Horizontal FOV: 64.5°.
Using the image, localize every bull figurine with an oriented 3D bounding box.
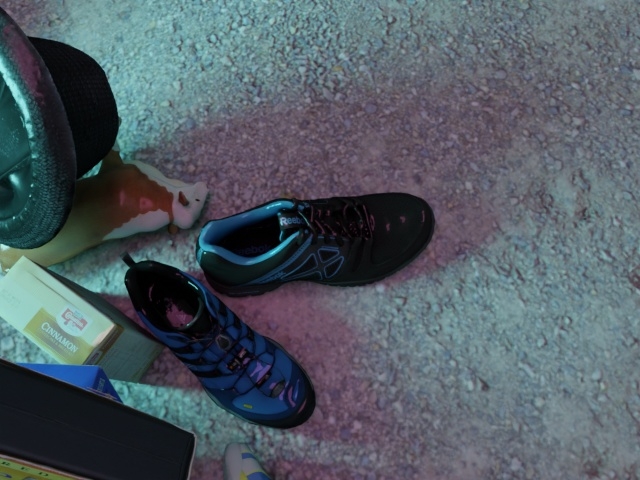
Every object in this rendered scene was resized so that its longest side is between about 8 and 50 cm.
[{"bbox_3d":[-0.326,-0.061,0.740,0.310,0.101,0.189,-22,69,-9],"label":"bull figurine"}]

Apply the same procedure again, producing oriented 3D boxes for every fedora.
[{"bbox_3d":[-0.364,-0.150,0.624,0.334,0.334,0.152,40,38,13],"label":"fedora"}]

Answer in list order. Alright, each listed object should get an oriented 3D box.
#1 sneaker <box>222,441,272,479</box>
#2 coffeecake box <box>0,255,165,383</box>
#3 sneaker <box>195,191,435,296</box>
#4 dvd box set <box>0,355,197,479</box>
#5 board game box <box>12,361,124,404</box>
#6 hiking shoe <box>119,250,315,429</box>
[{"bbox_3d":[-0.031,0.348,0.619,0.126,0.091,0.240,-17,71,-24],"label":"sneaker"},{"bbox_3d":[-0.295,0.107,0.636,0.142,0.185,0.068,33,75,11],"label":"coffeecake box"},{"bbox_3d":[0.000,0.000,0.693,0.340,0.140,0.125,-14,70,-5],"label":"sneaker"},{"bbox_3d":[-0.348,0.209,0.448,0.307,0.420,0.062,32,40,-26],"label":"dvd box set"},{"bbox_3d":[-0.393,0.226,0.569,0.346,0.233,0.078,2,46,1],"label":"board game box"},{"bbox_3d":[-0.139,0.137,0.652,0.304,0.132,0.113,34,75,11],"label":"hiking shoe"}]
